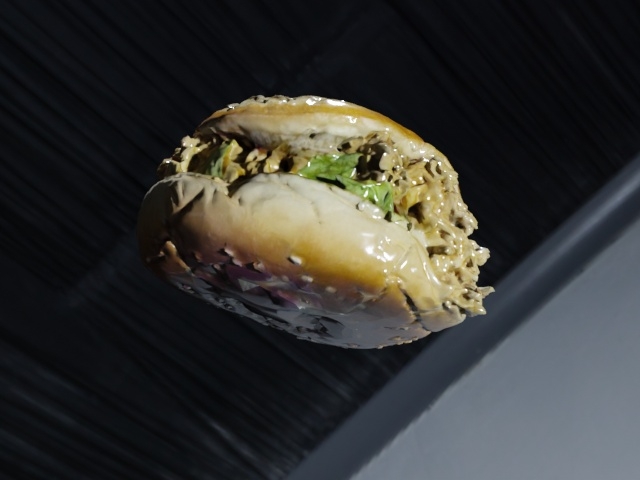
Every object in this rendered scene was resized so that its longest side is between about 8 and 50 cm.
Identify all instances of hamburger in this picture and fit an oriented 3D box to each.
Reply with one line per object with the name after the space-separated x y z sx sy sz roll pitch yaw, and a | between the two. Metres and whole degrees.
0.000 0.000 0.824 0.286 0.243 0.146 6 66 20 | hamburger
